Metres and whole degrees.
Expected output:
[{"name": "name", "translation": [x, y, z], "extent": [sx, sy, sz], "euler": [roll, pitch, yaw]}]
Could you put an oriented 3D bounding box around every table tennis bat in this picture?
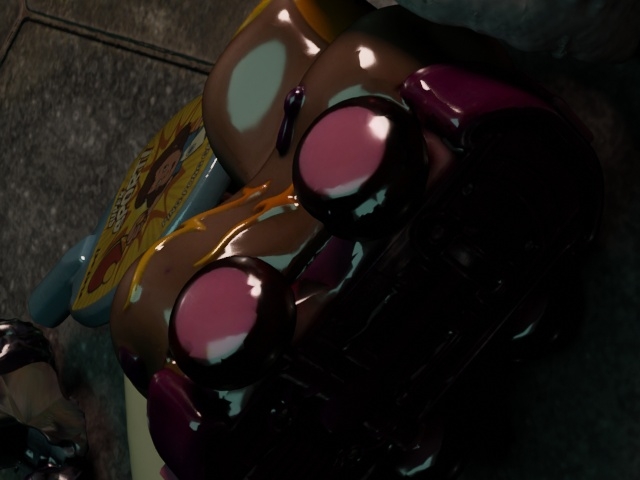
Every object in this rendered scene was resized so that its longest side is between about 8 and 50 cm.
[{"name": "table tennis bat", "translation": [-0.156, -0.009, 1.365], "extent": [0.329, 0.044, 0.215], "euler": [-36, 29, 46]}]

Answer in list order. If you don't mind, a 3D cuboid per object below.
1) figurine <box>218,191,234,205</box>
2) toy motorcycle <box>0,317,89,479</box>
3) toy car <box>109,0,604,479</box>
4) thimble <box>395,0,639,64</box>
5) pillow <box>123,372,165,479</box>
[{"name": "figurine", "translation": [-0.059, -0.029, 1.309], "extent": [0.109, 0.064, 0.047], "euler": [-16, 53, 37]}, {"name": "toy motorcycle", "translation": [-0.285, 0.188, 1.471], "extent": [0.106, 0.159, 0.270], "euler": [111, 142, -49]}, {"name": "toy car", "translation": [0.000, 0.000, 1.050], "extent": [0.340, 0.271, 0.240], "euler": [-50, 52, 1]}, {"name": "thimble", "translation": [0.101, -0.217, 1.009], "extent": [0.217, 0.246, 0.157], "euler": [-103, 31, -72]}, {"name": "pillow", "translation": [-0.057, 0.154, 1.241], "extent": [0.255, 0.120, 0.322], "euler": [-24, 69, 50]}]
